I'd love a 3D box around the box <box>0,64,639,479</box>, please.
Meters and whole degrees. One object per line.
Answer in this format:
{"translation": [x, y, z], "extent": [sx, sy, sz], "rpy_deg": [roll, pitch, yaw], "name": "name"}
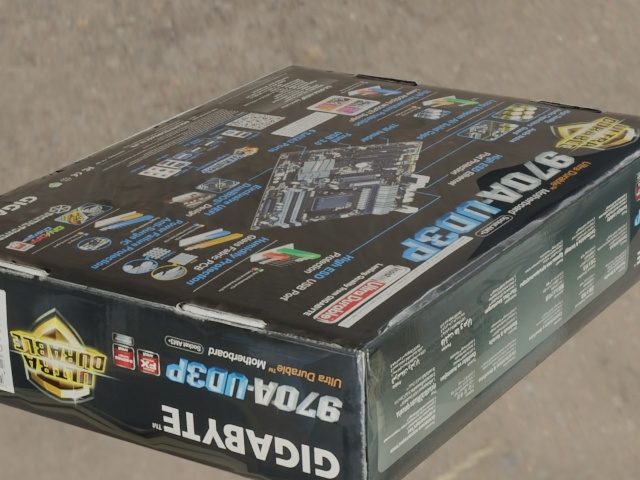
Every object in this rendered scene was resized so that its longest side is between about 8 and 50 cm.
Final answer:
{"translation": [0.000, 0.000, 0.564], "extent": [0.175, 0.220, 0.051], "rpy_deg": [11, 116, 32], "name": "box"}
